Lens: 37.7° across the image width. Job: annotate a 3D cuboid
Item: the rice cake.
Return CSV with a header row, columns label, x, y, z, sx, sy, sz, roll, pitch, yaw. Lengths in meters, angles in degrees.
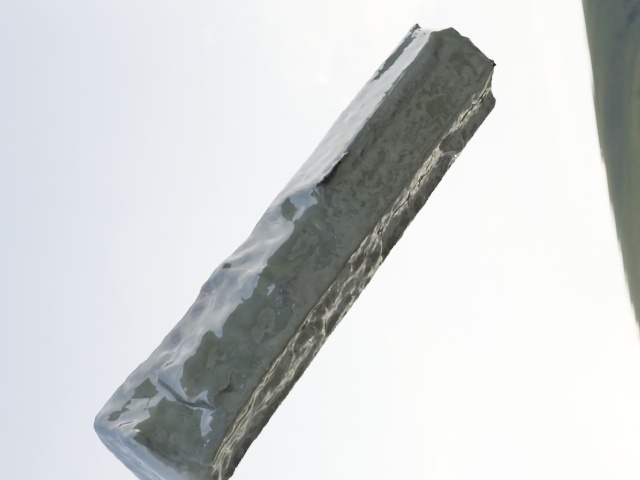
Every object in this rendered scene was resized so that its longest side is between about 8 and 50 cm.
label,x,y,z,sx,sy,sz,roll,pitch,yaw
rice cake,0.000,0.000,0.419,0.057,0.052,0.256,42,-115,-10
